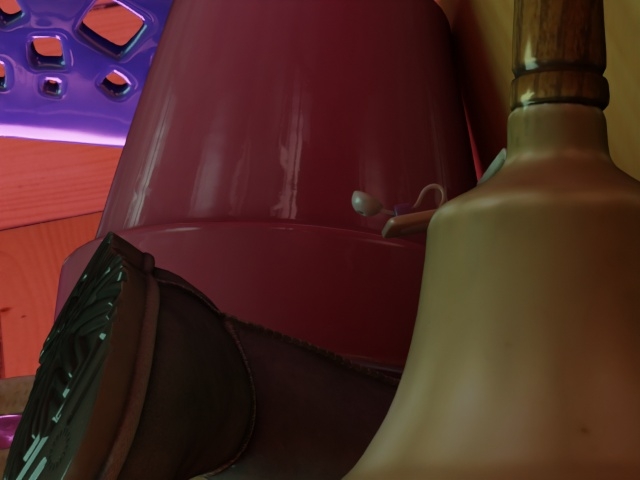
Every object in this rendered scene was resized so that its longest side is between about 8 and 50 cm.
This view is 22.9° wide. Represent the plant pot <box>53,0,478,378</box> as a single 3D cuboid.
[{"bbox_3d":[-0.011,-0.015,0.694,0.201,0.201,0.180,99,174,-73],"label":"plant pot"}]

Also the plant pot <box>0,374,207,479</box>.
[{"bbox_3d":[-0.079,0.216,0.683,0.305,0.333,0.334,63,-169,-60],"label":"plant pot"}]

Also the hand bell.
[{"bbox_3d":[0.060,-0.047,0.409,0.126,0.126,0.242,115,155,-80],"label":"hand bell"}]

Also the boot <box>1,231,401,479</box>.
[{"bbox_3d":[0.013,0.075,0.496,0.076,0.208,0.190,-56,11,13],"label":"boot"}]

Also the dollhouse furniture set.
[{"bbox_3d":[0.052,0.007,0.567,0.114,0.081,0.091,110,149,-79],"label":"dollhouse furniture set"}]

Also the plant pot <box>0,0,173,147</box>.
[{"bbox_3d":[-0.123,-0.214,1.018,0.212,0.235,0.236,95,178,-48],"label":"plant pot"}]
